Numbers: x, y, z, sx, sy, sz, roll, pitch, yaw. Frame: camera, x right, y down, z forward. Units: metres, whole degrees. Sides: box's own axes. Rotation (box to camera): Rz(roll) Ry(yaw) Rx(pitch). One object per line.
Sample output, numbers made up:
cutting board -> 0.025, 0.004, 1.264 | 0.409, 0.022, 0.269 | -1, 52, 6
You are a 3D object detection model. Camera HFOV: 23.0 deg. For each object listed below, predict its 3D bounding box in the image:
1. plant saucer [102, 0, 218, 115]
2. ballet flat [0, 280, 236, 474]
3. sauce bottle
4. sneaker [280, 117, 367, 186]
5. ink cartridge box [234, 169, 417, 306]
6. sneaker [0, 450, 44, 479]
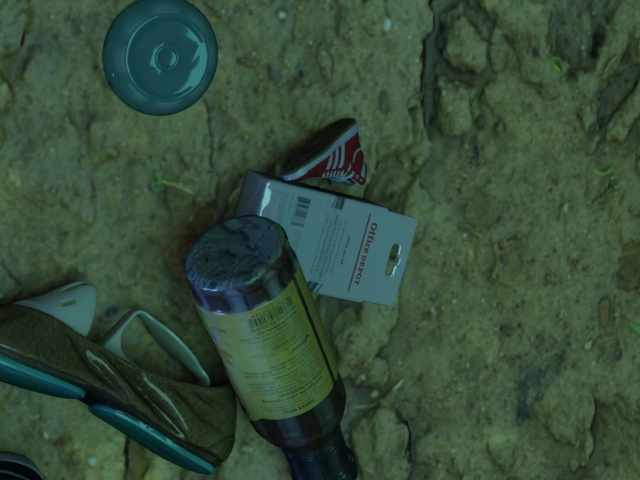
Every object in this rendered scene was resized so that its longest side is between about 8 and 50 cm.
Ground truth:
plant saucer -> -0.153, -0.180, 1.536 | 0.119, 0.021, 0.119 | -6, 104, -24
ballet flat -> -0.216, 0.116, 1.539 | 0.342, 0.116, 0.124 | 29, 69, -28
sauce bottle -> -0.038, 0.132, 1.580 | 0.111, 0.111, 0.344 | -31, 129, -15
sneaker -> 0.008, -0.072, 1.607 | 0.118, 0.042, 0.067 | -40, 122, -41
ink cartridge box -> 0.000, 0.000, 1.627 | 0.180, 0.060, 0.104 | 14, 96, -26
sneaker -> -0.381, 0.259, 1.462 | 0.282, 0.153, 0.099 | -2, 102, -24
